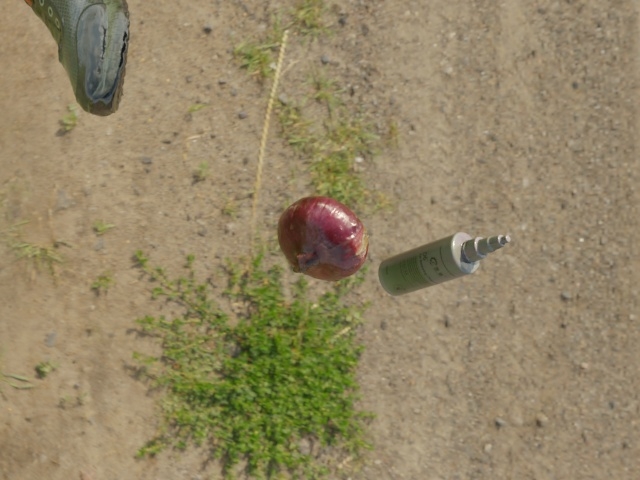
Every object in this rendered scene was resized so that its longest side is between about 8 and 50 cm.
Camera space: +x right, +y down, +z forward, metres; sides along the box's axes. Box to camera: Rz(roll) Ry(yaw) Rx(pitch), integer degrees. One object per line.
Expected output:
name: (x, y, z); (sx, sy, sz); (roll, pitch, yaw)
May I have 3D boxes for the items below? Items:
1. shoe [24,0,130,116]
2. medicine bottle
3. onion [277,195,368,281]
shoe: (-0.187, -0.173, 0.594); (0.077, 0.074, 0.194); (1, 60, -19)
medicine bottle: (0.162, 0.025, 1.022); (0.058, 0.199, 0.057); (17, 64, -38)
onion: (0.000, 0.000, 0.877); (0.107, 0.107, 0.097); (51, 52, -26)
